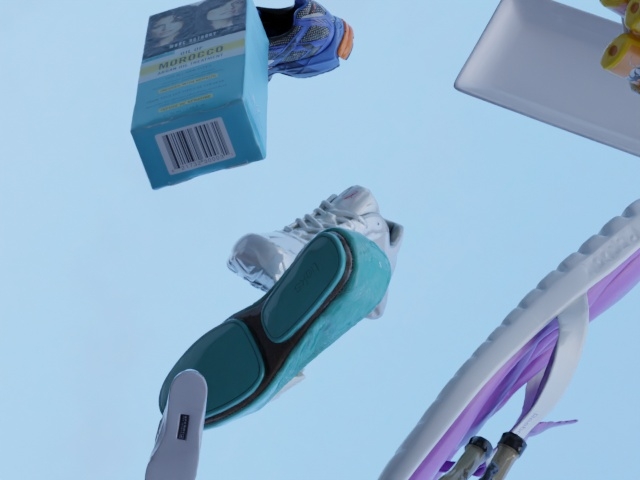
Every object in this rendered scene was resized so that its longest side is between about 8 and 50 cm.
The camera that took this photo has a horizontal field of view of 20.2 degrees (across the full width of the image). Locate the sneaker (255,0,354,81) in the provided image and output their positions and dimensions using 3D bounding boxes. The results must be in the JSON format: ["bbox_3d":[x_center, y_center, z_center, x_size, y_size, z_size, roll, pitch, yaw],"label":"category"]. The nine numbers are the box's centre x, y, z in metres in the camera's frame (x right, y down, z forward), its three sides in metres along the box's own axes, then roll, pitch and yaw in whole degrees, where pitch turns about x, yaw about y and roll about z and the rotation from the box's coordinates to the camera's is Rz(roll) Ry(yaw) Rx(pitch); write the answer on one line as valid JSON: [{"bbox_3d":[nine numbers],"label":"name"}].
[{"bbox_3d":[-0.076,-0.212,1.945,0.221,0.087,0.083,-19,-134,22],"label":"sneaker"}]

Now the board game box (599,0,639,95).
[{"bbox_3d":[0.311,-0.335,1.127,0.390,0.050,0.390,-30,-128,43],"label":"board game box"}]

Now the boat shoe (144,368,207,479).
[{"bbox_3d":[-0.099,0.138,1.246,0.035,0.035,0.100,-115,-145,-87],"label":"boat shoe"}]

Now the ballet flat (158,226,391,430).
[{"bbox_3d":[-0.029,0.083,1.465,0.247,0.087,0.083,-44,-129,28],"label":"ballet flat"}]

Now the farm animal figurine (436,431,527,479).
[{"bbox_3d":[0.140,0.320,1.260,0.172,0.330,0.327,-50,-176,-34],"label":"farm animal figurine"}]

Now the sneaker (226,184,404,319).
[{"bbox_3d":[0.000,0.000,1.587,0.090,0.232,0.115,27,-82,26],"label":"sneaker"}]

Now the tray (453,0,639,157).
[{"bbox_3d":[0.287,-0.160,1.848,0.270,0.030,0.145,22,-115,18],"label":"tray"}]

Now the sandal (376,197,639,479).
[{"bbox_3d":[0.204,0.122,1.650,0.102,0.169,0.416,41,-102,17],"label":"sandal"}]

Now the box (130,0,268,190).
[{"bbox_3d":[-0.101,-0.135,1.547,0.101,0.060,0.244,-15,-151,7],"label":"box"}]
